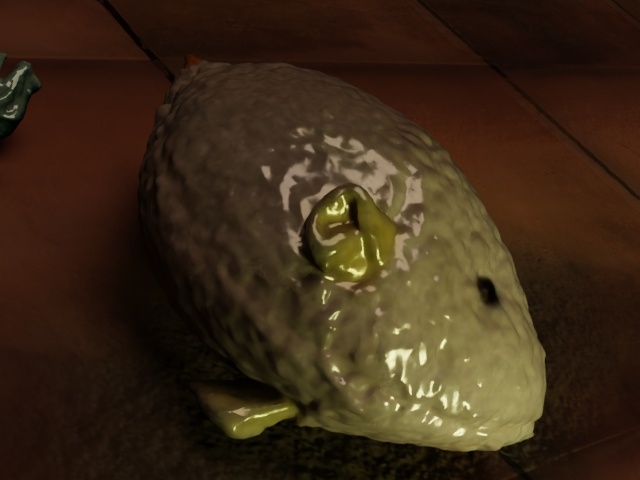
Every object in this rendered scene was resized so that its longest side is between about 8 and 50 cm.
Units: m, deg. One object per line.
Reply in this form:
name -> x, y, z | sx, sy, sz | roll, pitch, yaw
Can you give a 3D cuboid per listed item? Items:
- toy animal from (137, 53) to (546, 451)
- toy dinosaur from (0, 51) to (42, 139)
toy animal -> -0.005, -0.004, 0.826 | 0.358, 0.188, 0.226 | 45, 28, 26
toy dinosaur -> -0.329, -0.073, 0.769 | 0.129, 0.076, 0.383 | 52, 41, 0
